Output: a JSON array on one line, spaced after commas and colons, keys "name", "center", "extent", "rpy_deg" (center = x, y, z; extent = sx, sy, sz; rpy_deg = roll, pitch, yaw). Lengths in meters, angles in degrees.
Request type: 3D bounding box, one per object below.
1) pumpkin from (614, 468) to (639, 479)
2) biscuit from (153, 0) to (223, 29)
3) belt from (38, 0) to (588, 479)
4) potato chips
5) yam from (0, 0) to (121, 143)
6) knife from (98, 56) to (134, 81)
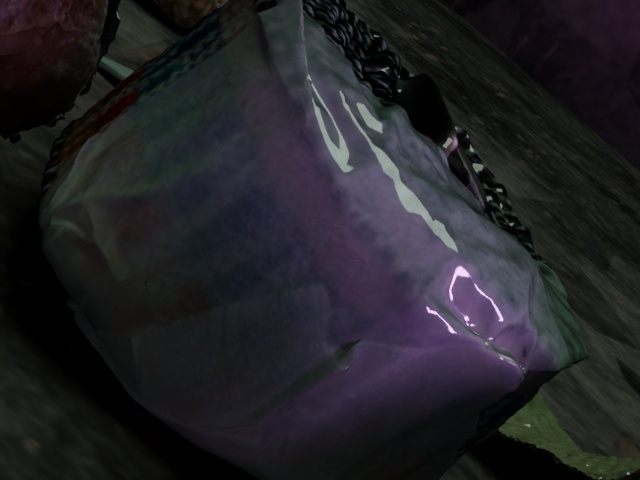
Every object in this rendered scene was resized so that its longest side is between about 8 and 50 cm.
[{"name": "pumpkin", "center": [0.202, 0.147, 0.613], "extent": [0.325, 0.232, 0.242], "rpy_deg": [28, 15, -51]}, {"name": "biscuit", "center": [-0.131, -0.218, 1.188], "extent": [0.168, 0.070, 0.082], "rpy_deg": [40, 18, -10]}, {"name": "belt", "center": [0.000, 0.000, 0.699], "extent": [0.207, 0.150, 0.257], "rpy_deg": [46, 13, -17]}, {"name": "potato chips", "center": [0.148, 0.110, 0.907], "extent": [0.228, 0.059, 0.167], "rpy_deg": [29, -1, 16]}, {"name": "yam", "center": [-0.196, -0.122, 0.616], "extent": [0.131, 0.131, 0.279], "rpy_deg": [48, 16, 28]}, {"name": "knife", "center": [-0.019, -0.040, 0.949], "extent": [0.260, 0.035, 0.063], "rpy_deg": [35, 19, 20]}]
